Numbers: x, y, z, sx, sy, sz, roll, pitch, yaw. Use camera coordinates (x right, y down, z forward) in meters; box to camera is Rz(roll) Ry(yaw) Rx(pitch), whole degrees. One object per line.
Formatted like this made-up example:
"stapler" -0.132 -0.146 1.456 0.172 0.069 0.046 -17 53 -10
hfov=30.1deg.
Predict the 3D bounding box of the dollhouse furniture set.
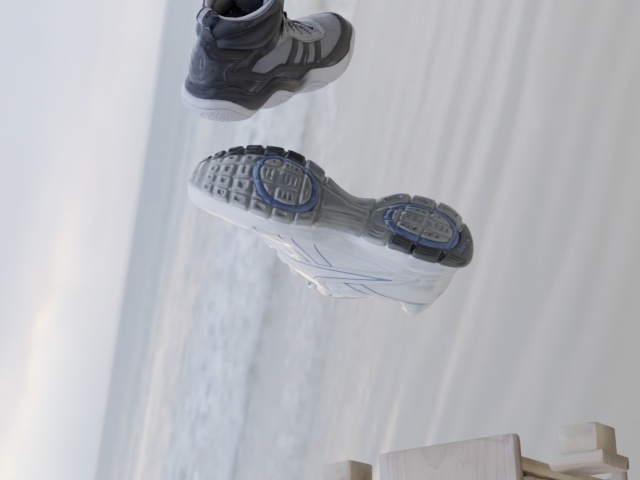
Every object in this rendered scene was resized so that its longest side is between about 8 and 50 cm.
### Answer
"dollhouse furniture set" 0.175 0.296 1.079 0.355 0.303 0.173 -17 63 38

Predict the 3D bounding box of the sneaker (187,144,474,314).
"sneaker" 0.000 0.000 1.211 0.111 0.297 0.129 -67 -3 -47

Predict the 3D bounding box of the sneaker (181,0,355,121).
"sneaker" -0.047 -0.245 1.363 0.268 0.101 0.153 -33 -37 -40
